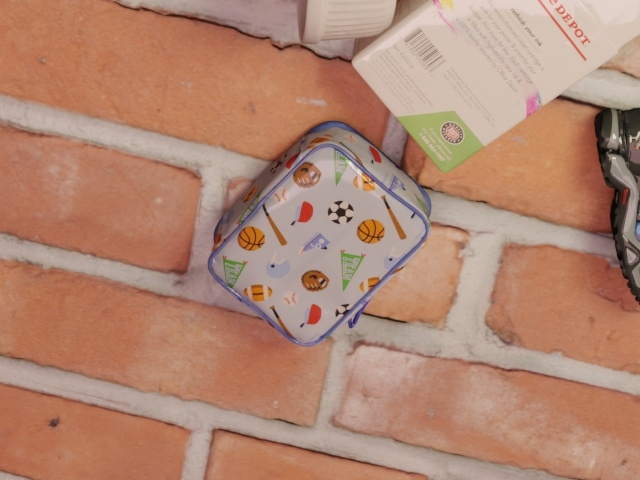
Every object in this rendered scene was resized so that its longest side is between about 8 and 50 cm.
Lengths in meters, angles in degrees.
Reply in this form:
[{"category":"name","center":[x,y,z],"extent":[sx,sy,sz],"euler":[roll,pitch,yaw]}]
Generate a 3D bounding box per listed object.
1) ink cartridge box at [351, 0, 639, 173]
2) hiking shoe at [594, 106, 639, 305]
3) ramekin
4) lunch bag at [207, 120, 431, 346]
[{"category":"ink cartridge box","center":[0.238,-0.276,1.710],"extent":[0.353,0.119,0.207],"euler":[-35,109,22]},{"category":"hiking shoe","center":[0.462,-0.042,1.814],"extent":[0.132,0.113,0.304],"euler":[-10,116,11]},{"category":"ramekin","center":[0.031,-0.340,1.603],"extent":[0.109,0.207,0.207],"euler":[1,118,-6]},{"category":"lunch bag","center":[0.000,0.000,1.884],"extent":[0.243,0.115,0.303],"euler":[38,114,-16]}]
